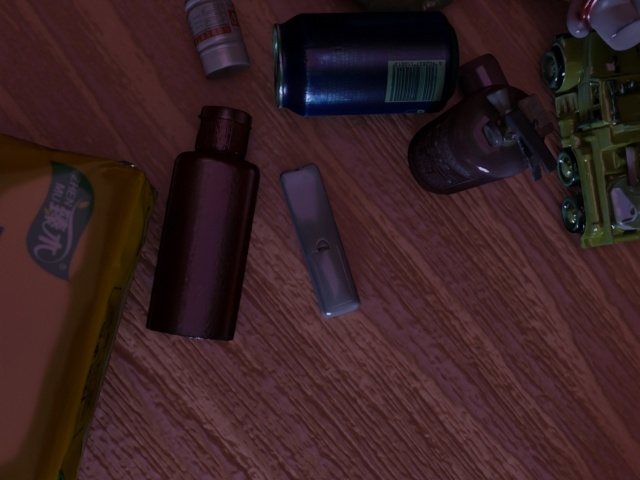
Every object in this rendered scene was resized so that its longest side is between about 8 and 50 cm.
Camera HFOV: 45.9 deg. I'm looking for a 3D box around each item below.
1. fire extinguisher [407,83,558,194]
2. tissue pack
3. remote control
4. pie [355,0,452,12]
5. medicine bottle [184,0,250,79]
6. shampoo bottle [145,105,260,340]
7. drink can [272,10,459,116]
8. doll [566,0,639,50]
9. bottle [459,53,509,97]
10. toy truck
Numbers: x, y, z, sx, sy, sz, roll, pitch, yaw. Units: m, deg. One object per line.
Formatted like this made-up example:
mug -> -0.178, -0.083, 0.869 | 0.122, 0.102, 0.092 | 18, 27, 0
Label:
fire extinguisher -> 0.170, -0.100, 0.798 | 0.105, 0.269, 0.104 | 0, 88, -7
tissue pack -> -0.349, 0.080, 0.750 | 0.293, 0.228, 0.381 | 15, 83, -4
remote control -> 0.000, 0.000, 0.898 | 0.050, 0.027, 0.184 | -18, 90, -7
pie -> 0.078, -0.416, 0.895 | 0.307, 0.071, 0.306 | 0, 87, -10
medicine bottle -> -0.119, -0.237, 0.875 | 0.057, 0.057, 0.089 | -16, 91, -7
shampoo bottle -> -0.128, -0.020, 0.866 | 0.102, 0.064, 0.260 | 10, 87, -2
drink can -> 0.048, -0.201, 0.863 | 0.205, 0.118, 0.118 | -2, 89, -7
doll -> 0.301, -0.352, 0.867 | 0.161, 0.130, 0.290 | -36, 61, 29
bottle -> 0.214, -0.153, 0.913 | 0.053, 0.053, 0.140 | -26, 91, -6
toy truck -> 0.356, -0.129, 0.889 | 0.128, 0.135, 0.259 | -8, 86, -7
